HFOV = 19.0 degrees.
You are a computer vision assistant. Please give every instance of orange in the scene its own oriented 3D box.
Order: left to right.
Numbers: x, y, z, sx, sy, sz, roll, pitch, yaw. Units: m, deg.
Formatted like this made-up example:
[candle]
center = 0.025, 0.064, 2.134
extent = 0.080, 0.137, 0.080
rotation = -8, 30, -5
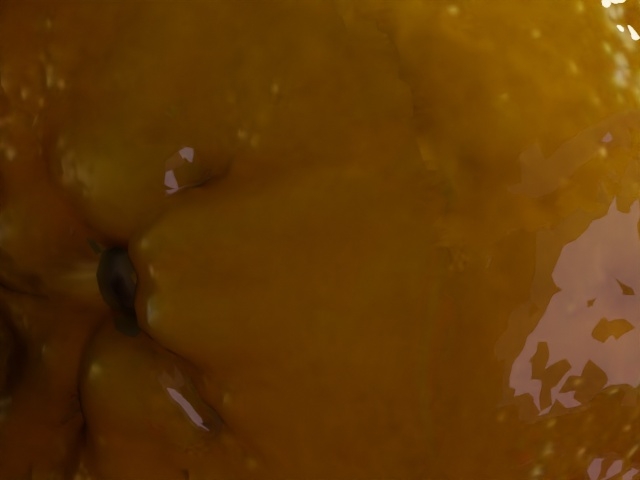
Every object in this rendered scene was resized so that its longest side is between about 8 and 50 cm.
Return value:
[orange]
center = 0.000, 0.000, 0.646
extent = 0.293, 0.341, 0.340
rotation = -16, 123, -58
